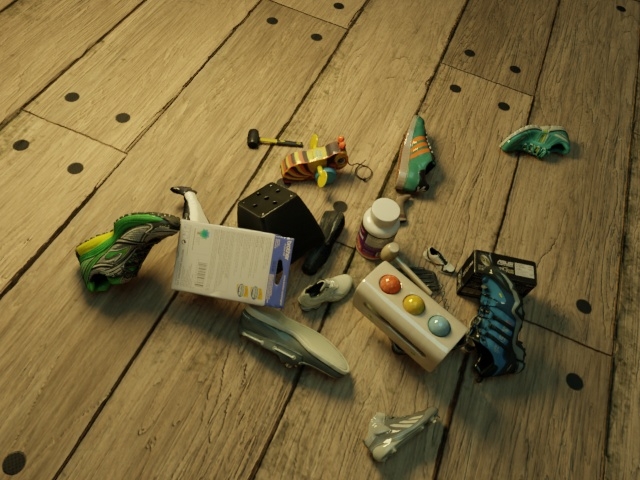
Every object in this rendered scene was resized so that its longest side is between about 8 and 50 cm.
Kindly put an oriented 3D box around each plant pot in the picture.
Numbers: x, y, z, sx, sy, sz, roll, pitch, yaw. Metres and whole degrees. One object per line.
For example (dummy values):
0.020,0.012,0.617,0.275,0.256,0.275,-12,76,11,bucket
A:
-0.127,-0.050,1.390,0.187,0.167,0.188,-36,42,-23,plant pot

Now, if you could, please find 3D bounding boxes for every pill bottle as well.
0.169,-0.035,1.447,0.108,0.193,0.108,4,57,-6,pill bottle

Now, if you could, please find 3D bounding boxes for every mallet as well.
-0.156,-0.345,1.693,0.189,0.039,0.062,-1,62,-13,mallet

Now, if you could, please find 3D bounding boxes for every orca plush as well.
-0.383,-0.032,1.427,0.102,0.151,0.287,-34,69,10,orca plush

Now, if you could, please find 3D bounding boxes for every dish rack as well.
0.273,0.188,1.395,0.208,0.074,0.272,-2,58,-10,dish rack

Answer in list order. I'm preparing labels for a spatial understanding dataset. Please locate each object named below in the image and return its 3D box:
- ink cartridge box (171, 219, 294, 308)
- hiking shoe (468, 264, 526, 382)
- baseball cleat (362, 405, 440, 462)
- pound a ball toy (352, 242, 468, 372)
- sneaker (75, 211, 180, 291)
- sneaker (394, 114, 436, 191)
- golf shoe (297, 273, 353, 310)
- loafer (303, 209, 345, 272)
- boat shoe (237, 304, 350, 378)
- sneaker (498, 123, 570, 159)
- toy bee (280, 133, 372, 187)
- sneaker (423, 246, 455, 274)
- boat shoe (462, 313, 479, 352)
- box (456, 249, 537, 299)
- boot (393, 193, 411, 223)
-0.221,0.059,1.276,0.311,0.065,0.186,9,90,15,ink cartridge box
0.453,0.220,1.303,0.132,0.113,0.304,-13,96,-16,hiking shoe
0.195,0.448,1.224,0.206,0.072,0.109,-28,59,-26,baseball cleat
0.238,0.148,1.296,0.319,0.136,0.208,41,61,19,pound a ball toy
-0.490,0.031,1.299,0.343,0.134,0.146,-28,72,25,sneaker
0.332,-0.289,1.687,0.121,0.108,0.302,15,66,1,sneaker
0.022,0.135,1.386,0.176,0.086,0.069,-26,63,-24,golf shoe
0.000,0.000,1.479,0.078,0.076,0.223,16,58,21,loafer
-0.074,0.275,1.299,0.319,0.116,0.099,32,102,4,boat shoe
0.778,-0.350,1.787,0.275,0.107,0.110,-7,69,-12,sneaker
0.020,-0.272,1.596,0.298,0.162,0.195,-25,63,-21,toy bee
0.361,0.061,1.504,0.109,0.044,0.040,36,58,12,sneaker
0.435,0.255,1.395,0.046,0.038,0.125,32,60,12,boat shoe
0.503,0.110,1.431,0.180,0.147,0.078,12,57,0,box
0.254,-0.098,1.593,0.118,0.042,0.087,-18,69,-16,boot
